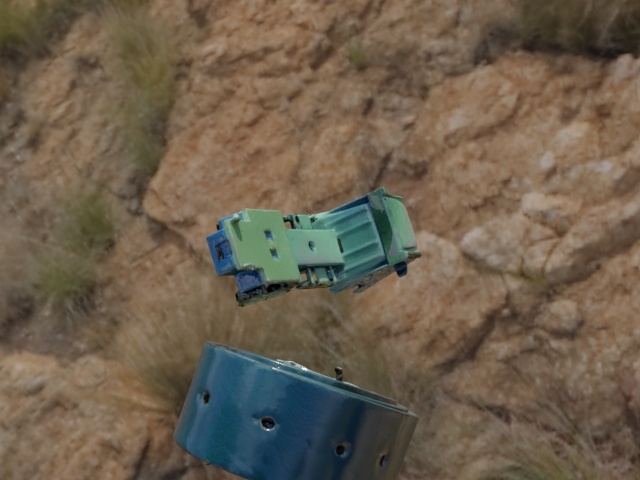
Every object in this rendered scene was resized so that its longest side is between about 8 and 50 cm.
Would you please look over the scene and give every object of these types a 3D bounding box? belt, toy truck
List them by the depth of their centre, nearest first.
[{"bbox_3d":[0.000,0.000,0.696,0.081,0.175,0.067,-26,75,33],"label":"toy truck"},{"bbox_3d":[-0.029,0.253,1.376,0.300,0.436,0.173,19,80,18],"label":"belt"}]
